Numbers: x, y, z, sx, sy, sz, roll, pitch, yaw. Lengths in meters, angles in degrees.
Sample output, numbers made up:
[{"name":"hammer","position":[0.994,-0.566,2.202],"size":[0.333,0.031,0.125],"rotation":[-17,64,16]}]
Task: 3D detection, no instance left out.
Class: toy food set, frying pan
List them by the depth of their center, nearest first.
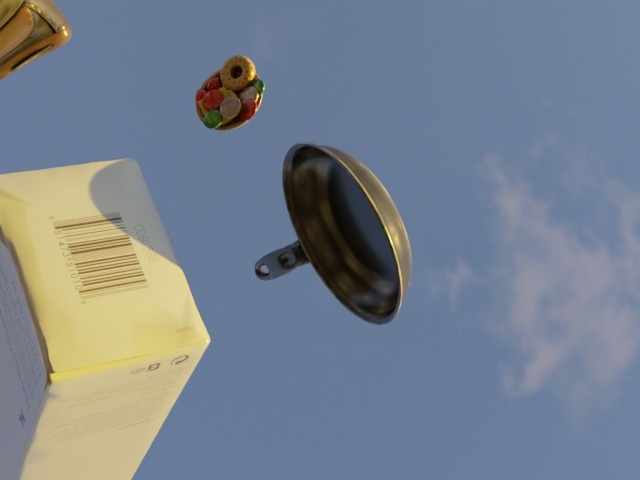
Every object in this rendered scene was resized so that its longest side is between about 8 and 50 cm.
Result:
[{"name":"frying pan","position":[0.017,0.021,1.051],"size":[0.053,0.326,0.197],"rotation":[-28,-111,-22]},{"name":"toy food set","position":[-0.100,-0.158,1.108],"size":[0.083,0.020,0.083],"rotation":[-29,-117,7]}]

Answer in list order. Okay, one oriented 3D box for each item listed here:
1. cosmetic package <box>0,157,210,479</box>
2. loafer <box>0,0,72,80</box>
[{"name":"cosmetic package","position":[-0.262,0.118,1.021],"size":[0.156,0.217,0.385],"rotation":[-10,-30,-32]},{"name":"loafer","position":[-0.382,-0.148,1.026],"size":[0.302,0.109,0.095],"rotation":[-38,-49,15]}]
